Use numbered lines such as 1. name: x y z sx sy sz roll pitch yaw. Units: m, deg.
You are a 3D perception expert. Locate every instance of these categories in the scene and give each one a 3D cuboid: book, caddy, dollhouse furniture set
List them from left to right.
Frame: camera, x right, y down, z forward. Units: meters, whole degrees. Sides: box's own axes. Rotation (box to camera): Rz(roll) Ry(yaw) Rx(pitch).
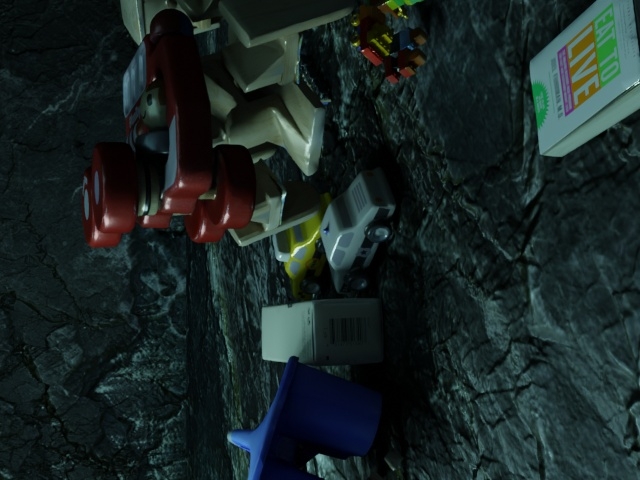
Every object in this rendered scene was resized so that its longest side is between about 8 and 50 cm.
1. dollhouse furniture set: -0.077 -0.272 1.057 0.394 0.257 0.362 54 155 28
2. caddy: -0.040 0.290 1.056 0.341 0.179 0.241 102 -174 -72
3. dollhouse furniture set: 0.100 0.348 1.072 0.081 0.091 0.114 38 169 14
4. book: 0.227 -0.142 0.651 0.144 0.035 0.096 134 136 -66

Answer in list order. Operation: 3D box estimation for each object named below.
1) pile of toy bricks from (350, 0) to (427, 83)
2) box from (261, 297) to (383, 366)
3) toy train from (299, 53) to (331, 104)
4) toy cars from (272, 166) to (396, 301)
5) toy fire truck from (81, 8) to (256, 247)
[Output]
1. pile of toy bricks: 0.101 -0.298 0.927 0.105 0.118 0.212 -20 56 34
2. box: -0.005 0.140 1.207 0.275 0.113 0.094 164 105 -69
3. toy train: -0.014 -0.272 1.334 0.158 0.027 0.036 -114 26 -49
4. toy cars: 0.000 0.000 1.197 0.394 0.087 0.176 162 112 -70
5. toy fire truck: -0.191 -0.129 0.931 0.302 0.169 0.253 161 105 -67
